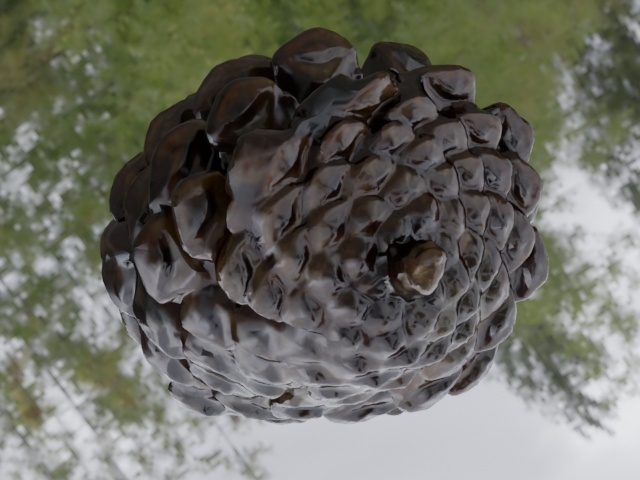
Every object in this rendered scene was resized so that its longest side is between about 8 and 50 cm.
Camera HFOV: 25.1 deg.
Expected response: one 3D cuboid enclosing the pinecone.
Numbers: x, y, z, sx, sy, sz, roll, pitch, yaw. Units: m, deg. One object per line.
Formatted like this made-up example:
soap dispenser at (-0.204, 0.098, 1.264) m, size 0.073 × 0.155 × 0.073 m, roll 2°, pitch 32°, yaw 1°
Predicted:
pinecone at (-0.001, -0.005, 0.964) m, size 0.296 × 0.298 × 0.242 m, roll -19°, pitch -126°, yaw 49°
